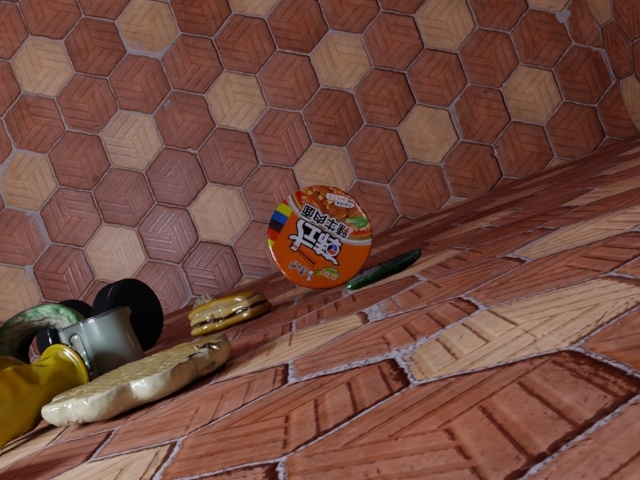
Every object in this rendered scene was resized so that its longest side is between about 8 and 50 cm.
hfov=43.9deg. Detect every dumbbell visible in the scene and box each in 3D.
[{"bbox_3d":[-0.611,0.237,2.192,0.322,0.203,0.204,-20,2,31],"label":"dumbbell"}]

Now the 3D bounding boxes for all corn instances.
[{"bbox_3d":[-0.293,0.182,2.086,0.087,0.087,0.211,-21,1,-10],"label":"corn"}]

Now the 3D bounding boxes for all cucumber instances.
[{"bbox_3d":[0.134,0.062,1.653,0.184,0.033,0.036,-22,27,-15],"label":"cucumber"}]

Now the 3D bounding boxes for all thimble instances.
[{"bbox_3d":[-0.592,0.242,1.708,0.219,0.219,0.150,-22,2,-17],"label":"thimble"}]

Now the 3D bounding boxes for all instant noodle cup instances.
[{"bbox_3d":[0.000,0.000,1.959,0.250,0.250,0.192,-21,-6,-2],"label":"instant noodle cup"}]

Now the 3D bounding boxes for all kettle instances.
[{"bbox_3d":[-0.399,0.209,1.494,0.127,0.148,0.098,-22,3,4],"label":"kettle"}]

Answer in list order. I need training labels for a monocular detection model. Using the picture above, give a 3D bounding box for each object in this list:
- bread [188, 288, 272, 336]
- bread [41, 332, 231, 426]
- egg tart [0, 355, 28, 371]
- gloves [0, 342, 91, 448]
[{"bbox_3d":[-0.219,0.170,1.896,0.200,0.077,0.116,-19,-6,26],"label":"bread"},{"bbox_3d":[-0.287,0.224,1.266,0.316,0.054,0.316,-21,3,1],"label":"bread"},{"bbox_3d":[-0.575,0.287,1.489,0.074,0.191,0.191,-56,2,1],"label":"egg tart"},{"bbox_3d":[-0.518,0.268,1.276,0.116,0.133,0.294,-20,3,33],"label":"gloves"}]
